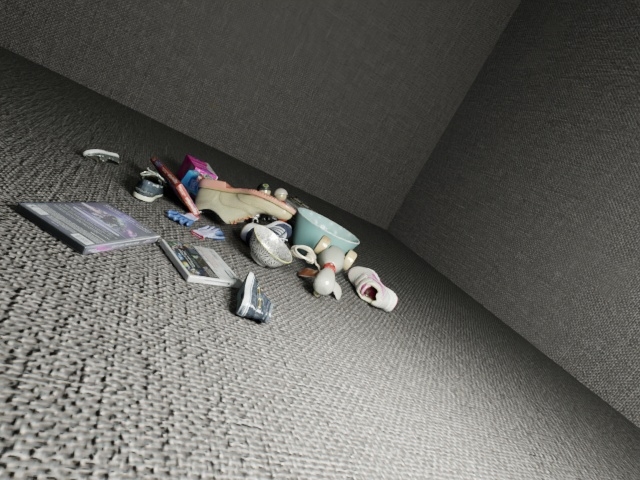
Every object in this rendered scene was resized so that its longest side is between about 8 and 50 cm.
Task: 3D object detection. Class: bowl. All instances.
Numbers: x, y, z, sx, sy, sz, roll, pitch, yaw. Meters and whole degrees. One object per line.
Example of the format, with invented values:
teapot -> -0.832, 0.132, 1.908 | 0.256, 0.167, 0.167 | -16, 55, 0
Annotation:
bowl -> -0.184, 0.036, 1.442 | 0.170, 0.080, 0.170 | 42, 16, -15
bowl -> 0.000, 0.000, 1.872 | 0.312, 0.163, 0.311 | 27, 12, -6

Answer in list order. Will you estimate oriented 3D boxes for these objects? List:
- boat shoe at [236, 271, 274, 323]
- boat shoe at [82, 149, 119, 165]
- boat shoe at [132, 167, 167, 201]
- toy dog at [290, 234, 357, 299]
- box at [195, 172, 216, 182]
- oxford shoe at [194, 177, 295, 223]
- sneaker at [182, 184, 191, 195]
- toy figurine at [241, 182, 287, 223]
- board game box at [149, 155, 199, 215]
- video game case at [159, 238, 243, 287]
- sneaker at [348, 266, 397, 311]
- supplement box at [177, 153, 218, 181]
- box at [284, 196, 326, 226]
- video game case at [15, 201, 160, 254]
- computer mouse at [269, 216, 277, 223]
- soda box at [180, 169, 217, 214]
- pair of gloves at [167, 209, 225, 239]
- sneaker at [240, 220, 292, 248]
boat shoe -> -0.167, 0.149, 1.097 | 0.083, 0.065, 0.183 | 27, 18, -16
boat shoe -> -0.803, -0.305, 1.569 | 0.142, 0.049, 0.040 | -8, 76, -63
boat shoe -> -0.606, -0.205, 1.521 | 0.095, 0.079, 0.254 | 25, 12, -12
toy dog -> 0.009, 0.114, 1.549 | 0.220, 0.160, 0.334 | 40, 27, 16
box -> -0.425, -0.215, 1.715 | 0.137, 0.027, 0.094 | 39, 17, -5
oxford shoe -> -0.284, -0.118, 1.579 | 0.397, 0.146, 0.140 | 15, -5, 19
sneaker -> -0.579, -0.223, 1.766 | 0.069, 0.038, 0.098 | 20, 14, -39
toy figurine -> -0.253, -0.149, 1.761 | 0.210, 0.148, 0.213 | -3, -1, 25
board game box -> -0.550, -0.206, 1.597 | 0.281, 0.027, 0.145 | 39, -21, 42
video game case -> -0.328, 0.065, 1.168 | 0.173, 0.022, 0.190 | 16, 18, -49
sneaker -> 0.190, 0.180, 1.699 | 0.111, 0.102, 0.252 | 19, 14, -46
supplement box -> -0.563, -0.295, 1.938 | 0.111, 0.113, 0.220 | 22, 15, -35
box -> -0.031, -0.083, 2.230 | 0.395, 0.097, 0.318 | 37, 10, 4
video game case -> -0.559, -0.040, 1.059 | 0.196, 0.026, 0.274 | 31, 11, 8
computer mouse -> -0.237, -0.114, 2.108 | 0.106, 0.042, 0.193 | 31, 14, 1
soda box -> -0.467, -0.197, 1.752 | 0.210, 0.067, 0.071 | 41, 14, 5
pair of gloves -> -0.420, -0.053, 1.452 | 0.198, 0.023, 0.159 | 30, 12, 7
sneaker -> -0.165, -0.002, 1.641 | 0.153, 0.099, 0.282 | 29, 17, 27
